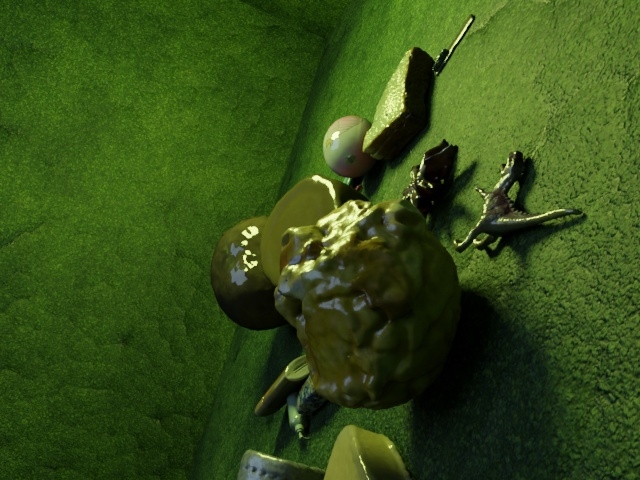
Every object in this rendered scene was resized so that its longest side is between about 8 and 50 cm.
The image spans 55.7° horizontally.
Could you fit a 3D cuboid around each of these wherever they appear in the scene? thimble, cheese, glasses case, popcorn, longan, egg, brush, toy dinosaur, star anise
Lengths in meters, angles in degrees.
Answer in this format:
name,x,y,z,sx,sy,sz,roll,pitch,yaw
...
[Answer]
name,x,y,z,sx,sy,sz,roll,pitch,yaw
thimble,-0.103,0.606,1.455,0.245,0.217,0.157,125,162,-69
cheese,0.076,0.511,1.122,0.384,0.104,0.384,-160,90,-77
glasses case,-0.005,0.404,1.672,0.248,0.065,0.087,124,159,-47
popcorn,0.105,0.109,1.146,0.344,0.354,0.390,-32,79,36
longan,-0.211,0.132,2.264,0.404,0.403,0.436,-59,44,39
egg,0.104,-0.319,1.999,0.271,0.196,0.196,-80,17,-47
brush,0.358,-0.538,1.664,0.034,0.027,0.190,-86,22,-44
toy dinosaur,0.319,-0.046,1.041,0.200,0.072,0.251,-52,11,26
star anise,0.236,-0.110,1.400,0.288,0.088,0.288,-64,-1,-1

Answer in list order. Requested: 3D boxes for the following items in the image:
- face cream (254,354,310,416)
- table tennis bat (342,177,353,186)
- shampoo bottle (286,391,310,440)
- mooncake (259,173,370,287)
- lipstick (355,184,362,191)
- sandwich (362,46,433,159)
name,x,y,z,sx,sy,sz,roll,pitch,yaw
face cream,-0.110,0.463,1.913,0.139,0.067,0.285,-24,-23,-41
table tennis bat,0.105,-0.222,2.130,0.149,0.038,0.237,-49,14,48
shampoo bottle,-0.066,0.519,1.773,0.195,0.056,0.056,-109,41,-70
mooncake,0.000,0.000,1.805,0.378,0.200,0.379,-28,49,38
lipstick,0.107,-0.140,2.083,0.129,0.030,0.030,-58,17,23
sandwich,0.230,-0.398,1.814,0.254,0.099,0.289,134,152,-59
